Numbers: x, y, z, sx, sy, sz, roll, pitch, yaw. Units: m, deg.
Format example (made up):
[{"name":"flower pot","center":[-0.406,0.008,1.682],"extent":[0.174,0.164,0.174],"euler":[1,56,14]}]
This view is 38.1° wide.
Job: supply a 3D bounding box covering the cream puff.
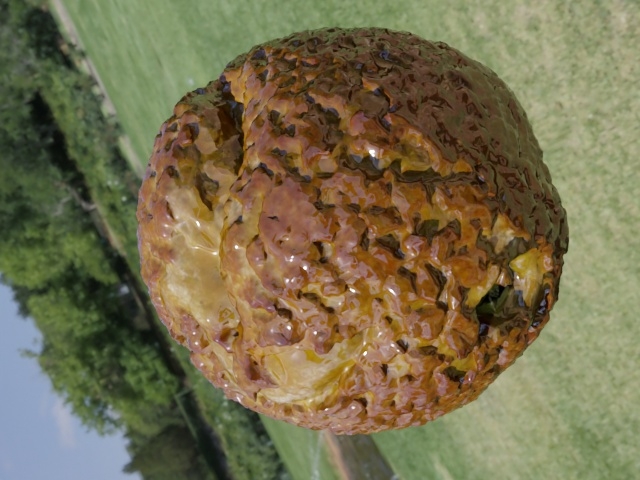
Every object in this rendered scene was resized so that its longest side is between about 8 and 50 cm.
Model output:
[{"name":"cream puff","center":[0.000,0.000,0.637],"extent":[0.303,0.212,0.303],"euler":[12,110,36]}]
